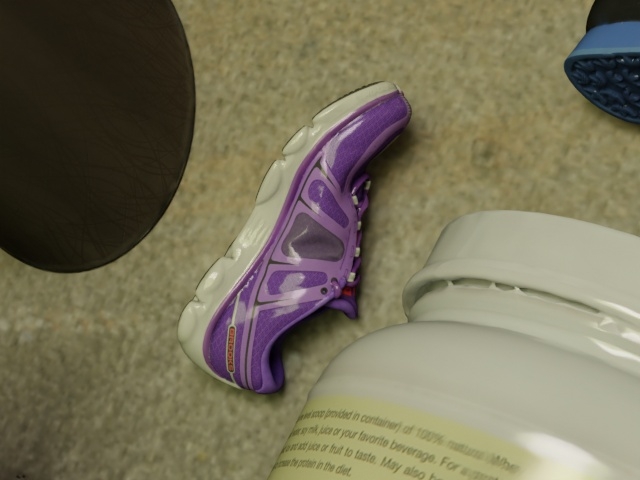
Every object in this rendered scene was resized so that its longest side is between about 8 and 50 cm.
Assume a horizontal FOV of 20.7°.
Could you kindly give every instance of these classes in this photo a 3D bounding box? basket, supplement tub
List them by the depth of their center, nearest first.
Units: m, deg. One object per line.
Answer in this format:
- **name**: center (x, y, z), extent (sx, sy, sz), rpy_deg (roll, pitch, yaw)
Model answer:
- **supplement tub**: center (0.066, 0.176, 0.661), extent (0.235, 0.235, 0.325), rpy_deg (20, 72, 26)
- **basket**: center (-0.181, -0.110, 0.866), extent (0.154, 0.227, 0.204), rpy_deg (-20, 67, 15)

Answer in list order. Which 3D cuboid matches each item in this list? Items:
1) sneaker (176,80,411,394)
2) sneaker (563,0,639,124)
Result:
- **sneaker**: center (0.000, 0.000, 0.862), extent (0.071, 0.068, 0.170), rpy_deg (33, 96, 12)
- **sneaker**: center (0.213, -0.099, 0.757), extent (0.232, 0.081, 0.090), rpy_deg (9, 63, 45)
